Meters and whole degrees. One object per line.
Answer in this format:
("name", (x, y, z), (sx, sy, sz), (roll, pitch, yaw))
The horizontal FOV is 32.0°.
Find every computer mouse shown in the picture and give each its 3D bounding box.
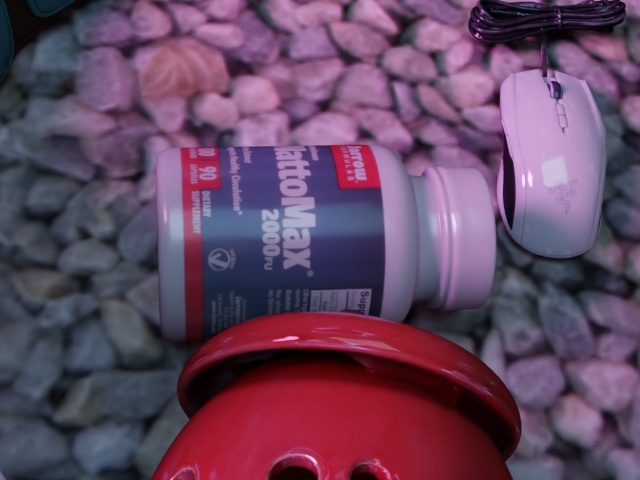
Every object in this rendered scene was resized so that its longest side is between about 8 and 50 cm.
("computer mouse", (0.151, -0.081, 0.714), (0.106, 0.042, 0.193), (4, 64, -6))

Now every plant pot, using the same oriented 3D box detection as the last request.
("plant pot", (0.008, 0.138, 0.511), (0.191, 0.191, 0.174), (12, 58, -1))

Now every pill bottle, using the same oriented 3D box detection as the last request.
("pill bottle", (0.000, 0.000, 0.621), (0.180, 0.108, 0.108), (-2, 64, -8))

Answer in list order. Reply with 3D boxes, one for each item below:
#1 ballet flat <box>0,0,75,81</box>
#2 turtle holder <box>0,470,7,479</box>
("ballet flat", (-0.212, -0.154, 0.688), (0.096, 0.095, 0.280), (26, 53, 17))
("turtle holder", (-0.262, 0.152, 0.473), (0.227, 0.243, 0.320), (-25, 29, -33))
